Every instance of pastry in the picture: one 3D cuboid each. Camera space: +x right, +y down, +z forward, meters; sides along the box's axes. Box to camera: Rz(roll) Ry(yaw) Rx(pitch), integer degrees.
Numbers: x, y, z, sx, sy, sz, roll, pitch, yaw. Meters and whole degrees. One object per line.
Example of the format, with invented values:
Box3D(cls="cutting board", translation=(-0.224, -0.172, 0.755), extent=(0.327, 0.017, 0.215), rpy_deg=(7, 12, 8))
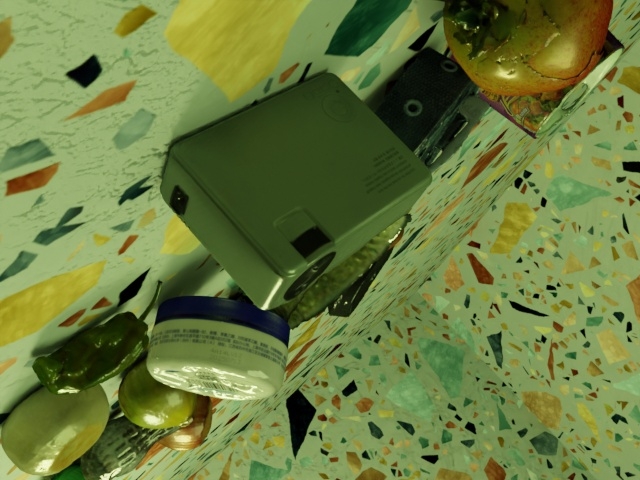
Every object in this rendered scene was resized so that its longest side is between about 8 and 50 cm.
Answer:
Box3D(cls="pastry", translation=(-0.366, 0.256, 1.065), extent=(0.156, 0.092, 0.156), rpy_deg=(-48, 168, -13))

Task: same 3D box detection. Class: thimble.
Box3D(cls="thimble", translation=(0.000, 0.000, 1.215), extent=(0.270, 0.150, 0.271), rpy_deg=(-41, 168, -10))

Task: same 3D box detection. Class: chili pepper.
Box3D(cls="chili pepper", translation=(-0.274, 0.139, 0.994), extent=(0.204, 0.072, 0.073), rpy_deg=(-31, 161, -43))

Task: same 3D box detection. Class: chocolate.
Box3D(cls="chocolate", translation=(-0.347, 0.358, 1.440), extent=(0.248, 0.110, 0.110), rpy_deg=(-40, 168, -28))

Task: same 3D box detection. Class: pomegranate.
Box3D(cls="pomegranate", translation=(0.247, -0.277, 0.940), extent=(0.235, 0.210, 0.210), rpy_deg=(-18, 154, -38))

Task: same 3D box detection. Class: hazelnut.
Box3D(cls="hazelnut", translation=(-0.298, 0.364, 1.586), extent=(0.150, 0.150, 0.150), rpy_deg=(-41, 168, -11))

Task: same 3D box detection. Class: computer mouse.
Box3D(cls="computer mouse", translation=(0.101, 0.076, 1.963), extent=(0.295, 0.087, 0.168), rpy_deg=(-51, 166, -28))

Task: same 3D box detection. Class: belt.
Box3D(cls="belt", translation=(0.153, -0.168, 1.124), extent=(0.218, 0.128, 0.122), rpy_deg=(-51, 165, -2))

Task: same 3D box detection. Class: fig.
Box3D(cls="fig", translation=(-0.272, 0.251, 1.292), extent=(0.136, 0.121, 0.153), rpy_deg=(-40, 145, 11))

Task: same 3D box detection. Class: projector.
Box3D(cls="projector", translation=(-0.023, -0.058, 0.847), extent=(0.256, 0.192, 0.099), rpy_deg=(-34, 164, -38))

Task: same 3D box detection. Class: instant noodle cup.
Box3D(cls="instant noodle cup", translation=(0.348, -0.297, 1.221), extent=(0.251, 0.190, 0.251), rpy_deg=(-41, 167, -11))

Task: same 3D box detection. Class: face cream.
Box3D(cls="face cream", translation=(-0.152, 0.167, 1.131), extent=(0.206, 0.205, 0.111), rpy_deg=(111, -10, -64))

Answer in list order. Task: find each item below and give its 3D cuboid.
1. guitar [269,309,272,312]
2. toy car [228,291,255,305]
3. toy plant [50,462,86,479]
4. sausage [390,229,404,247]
Box3D(cls="guitar", translation=(-0.146, 0.179, 1.418), extent=(0.083, 0.038, 0.271), rpy_deg=(-33, -167, 35))
Box3D(cls="toy car", translation=(-0.146, 0.124, 1.391), extent=(0.069, 0.055, 0.142), rpy_deg=(-40, -171, -1))
Box3D(cls="toy plant", translation=(-0.468, 0.480, 1.507), extent=(0.155, 0.088, 0.240), rpy_deg=(-63, 169, 17))
Box3D(cls="sausage", translation=(0.143, -0.009, 1.820), extent=(0.076, 0.076, 0.197), rpy_deg=(-51, 167, 32))
